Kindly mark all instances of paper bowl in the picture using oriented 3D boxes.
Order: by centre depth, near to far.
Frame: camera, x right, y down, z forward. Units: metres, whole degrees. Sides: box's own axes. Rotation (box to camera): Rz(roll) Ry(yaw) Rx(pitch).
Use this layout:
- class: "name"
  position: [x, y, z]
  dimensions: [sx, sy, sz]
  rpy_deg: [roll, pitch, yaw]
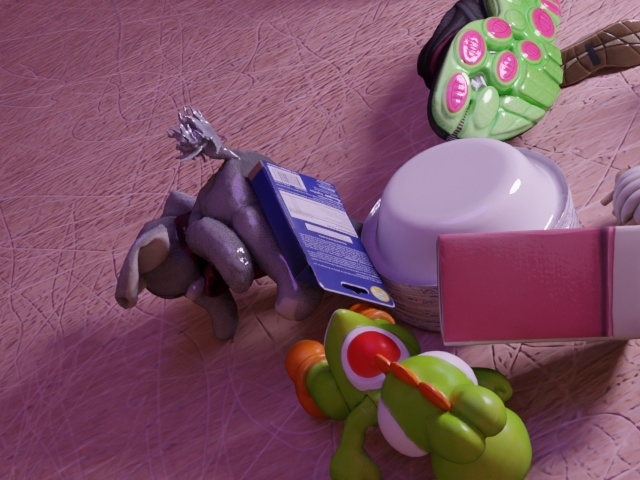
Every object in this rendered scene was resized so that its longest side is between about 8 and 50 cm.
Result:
- class: "paper bowl"
  position: [0.190, -0.025, 1.674]
  dimensions: [0.284, 0.148, 0.284]
  rpy_deg: [-15, 36, 12]

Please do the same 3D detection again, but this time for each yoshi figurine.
- class: "yoshi figurine"
  position: [0.112, 0.197, 1.447]
  dimensions: [0.203, 0.203, 0.362]
  rpy_deg: [7, 7, -25]

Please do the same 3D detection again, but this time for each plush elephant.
- class: "plush elephant"
  position: [-0.141, 0.017, 1.729]
  dimensions: [0.255, 0.330, 0.272]
  rpy_deg: [-45, 3, 27]

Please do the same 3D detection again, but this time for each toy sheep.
- class: "toy sheep"
  position: [0.414, -0.046, 1.622]
  dimensions: [0.091, 0.091, 0.132]
  rpy_deg: [-25, 48, 0]

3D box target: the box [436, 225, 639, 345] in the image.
- class: "box"
  position: [0.250, 0.051, 1.452]
  dimensions: [0.232, 0.126, 0.148]
  rpy_deg: [-3, -2, 5]

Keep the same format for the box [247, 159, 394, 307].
- class: "box"
  position: [0.000, 0.000, 1.617]
  dimensions: [0.036, 0.136, 0.225]
  rpy_deg: [-48, 47, 25]

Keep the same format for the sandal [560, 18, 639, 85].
- class: "sandal"
  position: [0.433, -0.292, 1.964]
  dimensions: [0.180, 0.072, 0.049]
  rpy_deg: [-20, 13, 13]

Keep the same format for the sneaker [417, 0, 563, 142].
- class: "sneaker"
  position: [0.248, -0.258, 1.933]
  dimensions: [0.202, 0.185, 0.483]
  rpy_deg: [-47, 8, 35]
